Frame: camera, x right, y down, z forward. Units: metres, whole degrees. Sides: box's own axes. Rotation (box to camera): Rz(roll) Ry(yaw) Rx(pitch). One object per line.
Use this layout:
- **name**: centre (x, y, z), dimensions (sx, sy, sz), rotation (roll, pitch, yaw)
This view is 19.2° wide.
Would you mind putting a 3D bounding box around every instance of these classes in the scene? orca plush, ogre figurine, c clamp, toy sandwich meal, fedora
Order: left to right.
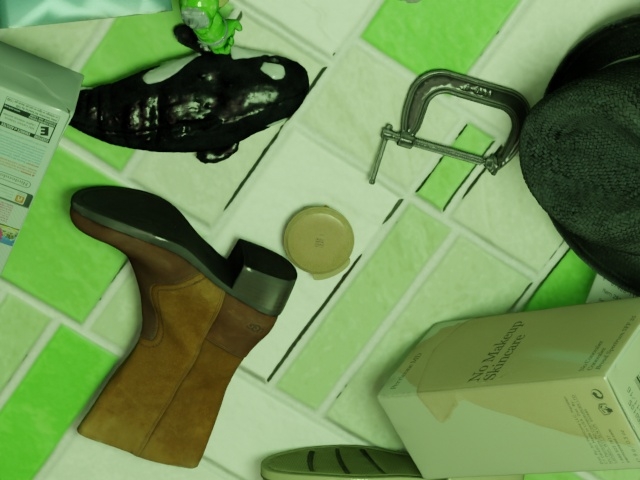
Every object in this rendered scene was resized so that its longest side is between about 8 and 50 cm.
- **orca plush**: centre (-0.154, -0.144, 1.946), dimensions (0.287, 0.102, 0.151), rotation (9, 110, -8)
- **ogre figurine**: centre (-0.105, -0.285, 1.875), dimensions (0.096, 0.118, 0.197), rotation (28, 104, 7)
- **toy sandwich meal**: centre (0.000, 0.000, 2.058), dimensions (0.085, 0.029, 0.086), rotation (0, 108, -1)
- **c clamp**: centre (0.143, -0.114, 2.033), dimensions (0.160, 0.022, 0.137), rotation (10, 105, -7)
- **fedora**: centre (0.318, -0.078, 1.894), dimensions (0.152, 0.334, 0.334), rotation (-8, 119, -45)

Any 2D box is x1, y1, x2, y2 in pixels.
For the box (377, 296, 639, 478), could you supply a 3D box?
- **box**: centre (0.229, 0.159, 1.991), dimensions (0.311, 0.148, 0.121), rotation (-11, 118, 43)

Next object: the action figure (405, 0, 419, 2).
- **action figure**: centre (0.078, -0.320, 1.874), dimensions (0.275, 0.141, 0.164), rotation (-9, 129, -9)

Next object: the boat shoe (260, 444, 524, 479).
- **boat shoe**: centre (0.081, 0.295, 2.135), dimensions (0.302, 0.113, 0.103), rotation (3, 105, -7)

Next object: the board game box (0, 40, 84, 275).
- **board game box**: centre (-0.401, -0.069, 1.920), dimensions (0.224, 0.097, 0.303), rotation (22, 120, -12)

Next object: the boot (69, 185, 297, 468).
- **boot**: centre (-0.197, 0.097, 2.064), dimensions (0.264, 0.096, 0.280), rotation (21, 115, -21)

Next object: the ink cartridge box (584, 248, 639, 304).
- **ink cartridge box**: centre (0.420, 0.016, 2.000), dimensions (0.117, 0.201, 0.278), rotation (-4, 119, -48)

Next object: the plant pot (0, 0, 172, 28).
- **plant pot**: centre (-0.253, -0.331, 1.823), dimensions (0.165, 0.165, 0.234), rotation (-9, 101, -16)
